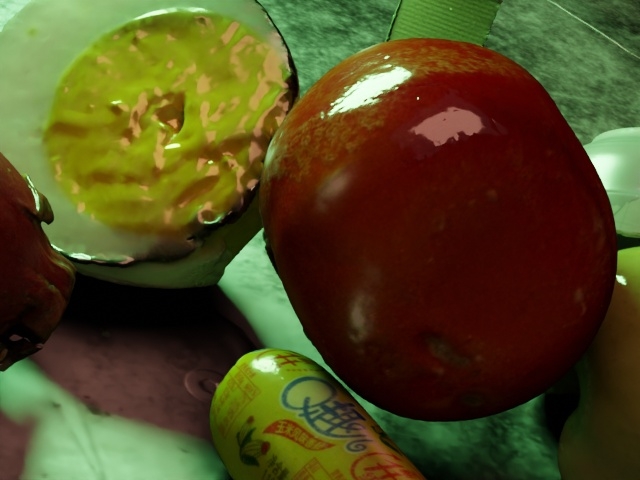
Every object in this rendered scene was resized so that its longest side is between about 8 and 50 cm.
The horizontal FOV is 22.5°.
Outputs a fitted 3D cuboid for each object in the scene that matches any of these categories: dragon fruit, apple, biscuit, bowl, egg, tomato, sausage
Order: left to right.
[{"bbox_3d":[-0.358,-0.003,1.311,0.315,0.250,0.250,41,32,-3],"label":"dragon fruit"},{"bbox_3d":[-0.173,-0.086,1.555,0.337,0.201,0.337,0,62,0],"label":"egg"},{"bbox_3d":[0.020,0.210,1.292,0.123,0.123,0.347,-8,40,-39],"label":"sausage"},{"bbox_3d":[0.139,-0.240,1.987,0.121,0.199,0.040,21,33,0],"label":"biscuit"},{"bbox_3d":[0.102,-0.010,1.402,0.325,0.290,0.293,58,6,-18],"label":"tomato"},{"bbox_3d":[0.348,-0.023,1.676,0.287,0.287,0.144,15,75,-9],"label":"bowl"},{"bbox_3d":[0.339,0.132,1.497,0.258,0.233,0.295,7,34,-14],"label":"apple"}]

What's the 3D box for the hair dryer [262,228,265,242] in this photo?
[{"bbox_3d":[0.000,0.000,1.700,0.124,0.038,0.063,26,32,-6],"label":"hair dryer"}]
